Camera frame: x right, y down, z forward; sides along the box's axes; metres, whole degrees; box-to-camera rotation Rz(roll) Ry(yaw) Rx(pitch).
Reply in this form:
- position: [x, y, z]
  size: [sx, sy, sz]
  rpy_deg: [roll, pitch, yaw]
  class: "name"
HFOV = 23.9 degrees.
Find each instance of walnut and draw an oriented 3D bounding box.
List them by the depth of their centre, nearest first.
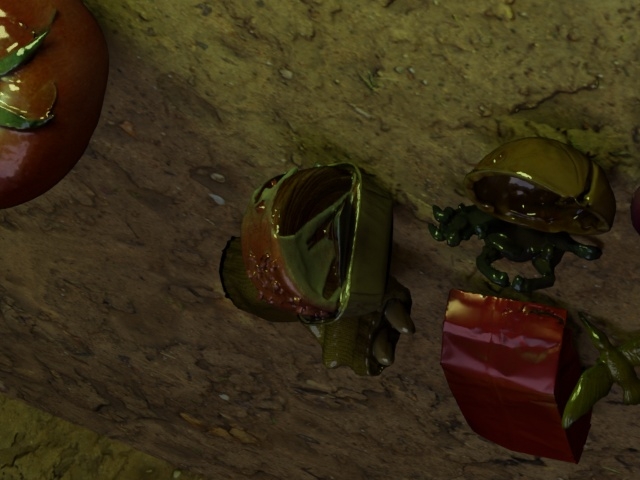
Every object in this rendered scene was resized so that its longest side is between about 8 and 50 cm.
- position: [0.265, -0.075, 1.798]
  size: [0.167, 0.087, 0.211]
  rpy_deg: [29, 167, -29]
  class: "walnut"

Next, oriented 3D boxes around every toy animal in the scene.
- position: [0.258, -0.003, 1.945]
  size: [0.233, 0.148, 0.084]
  rpy_deg: [10, 119, -2]
  class: "toy animal"
- position: [0.417, 0.176, 2.196]
  size: [0.155, 0.219, 0.095]
  rpy_deg: [56, -177, 16]
  class: "toy animal"

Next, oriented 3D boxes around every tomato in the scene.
- position: [-0.424, -0.216, 1.897]
  size: [0.341, 0.341, 0.273]
  rpy_deg: [22, -160, 2]
  class: "tomato"

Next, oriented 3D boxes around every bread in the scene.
- position: [0.000, 0.000, 2.024]
  size: [0.212, 0.224, 0.142]
  rpy_deg: [14, 167, -40]
  class: "bread"

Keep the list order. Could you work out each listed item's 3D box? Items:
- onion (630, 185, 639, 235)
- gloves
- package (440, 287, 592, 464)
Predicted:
- position: [0.415, -0.029, 1.744]
  size: [0.115, 0.104, 0.115]
  rpy_deg: [6, 132, 6]
  class: "onion"
- position: [0.000, 0.078, 2.274]
  size: [0.356, 0.155, 0.203]
  rpy_deg: [25, 155, 38]
  class: "gloves"
- position: [0.307, 0.219, 2.338]
  size: [0.196, 0.123, 0.423]
  rpy_deg: [11, 155, 20]
  class: "package"
